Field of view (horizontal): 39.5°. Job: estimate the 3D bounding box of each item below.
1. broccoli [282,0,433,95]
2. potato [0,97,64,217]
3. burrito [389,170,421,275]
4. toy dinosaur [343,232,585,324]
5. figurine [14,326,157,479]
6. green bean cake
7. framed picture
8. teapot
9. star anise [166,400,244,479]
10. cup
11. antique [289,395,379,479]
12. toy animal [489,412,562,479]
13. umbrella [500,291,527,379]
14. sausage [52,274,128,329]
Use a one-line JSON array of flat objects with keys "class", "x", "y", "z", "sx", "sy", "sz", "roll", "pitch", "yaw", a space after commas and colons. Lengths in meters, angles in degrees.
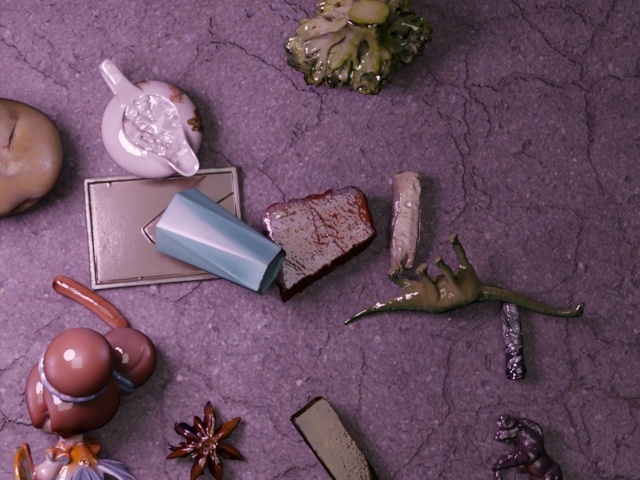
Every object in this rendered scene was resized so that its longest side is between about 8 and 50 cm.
[{"class": "broccoli", "x": 0.078, "y": -0.436, "z": 1.838, "sx": 0.288, "sy": 0.245, "sz": 0.248, "roll": -42, "pitch": 80, "yaw": -15}, {"class": "potato", "x": -0.667, "y": -0.165, "z": 1.728, "sx": 0.327, "sy": 0.221, "sz": 0.243, "roll": 6, "pitch": 93, "yaw": -16}, {"class": "burrito", "x": 0.178, "y": -0.038, "z": 1.897, "sx": 0.063, "sy": 0.058, "sz": 0.229, "roll": 5, "pitch": 82, "yaw": -9}, {"class": "toy dinosaur", "x": 0.296, "y": 0.141, "z": 1.880, "sx": 0.447, "sy": 0.087, "sz": 0.300, "roll": -29, "pitch": 118, "yaw": 17}, {"class": "figurine", "x": -0.451, "y": 0.365, "z": 1.688, "sx": 0.248, "sy": 0.277, "sz": 0.387, "roll": -10, "pitch": 81, "yaw": 16}, {"class": "green bean cake", "x": 0.000, "y": 0.000, "z": 1.851, "sx": 0.233, "sy": 0.097, "sz": 0.198, "roll": -18, "pitch": 85, "yaw": -8}, {"class": "framed picture", "x": -0.322, "y": -0.027, "z": 1.854, "sx": 0.325, "sy": 0.020, "sz": 0.240, "roll": -6, "pitch": 84, "yaw": -8}, {"class": "teapot", "x": -0.350, "y": -0.237, "z": 1.814, "sx": 0.204, "sy": 0.139, "sz": 0.298, "roll": -44, "pitch": 88, "yaw": -9}, {"class": "star anise", "x": -0.226, "y": 0.409, "z": 1.796, "sx": 0.168, "sy": 0.057, "sz": 0.167, "roll": 1, "pitch": 84, "yaw": -5}, {"class": "cup", "x": -0.191, "y": 0.006, "z": 1.765, "sx": 0.236, "sy": 0.134, "sz": 0.148, "roll": 27, "pitch": 84, "yaw": 10}, {"class": "antique", "x": 0.034, "y": 0.428, "z": 1.813, "sx": 0.081, "sy": 0.080, "sz": 0.220, "roll": -36, "pitch": 88, "yaw": -11}, {"class": "toy animal", "x": 0.440, "y": 0.472, "z": 1.855, "sx": 0.148, "sy": 0.084, "sz": 0.232, "roll": -42, "pitch": 86, "yaw": -11}, {"class": "umbrella", "x": 0.410, "y": 0.203, "z": 1.899, "sx": 0.046, "sy": 0.050, "sz": 0.188, "roll": -4, "pitch": 83, "yaw": 22}, {"class": "sausage", "x": -0.466, "y": 0.128, "z": 1.808, "sx": 0.177, "sy": 0.040, "sz": 0.047, "roll": 33, "pitch": 100, "yaw": -2}]
